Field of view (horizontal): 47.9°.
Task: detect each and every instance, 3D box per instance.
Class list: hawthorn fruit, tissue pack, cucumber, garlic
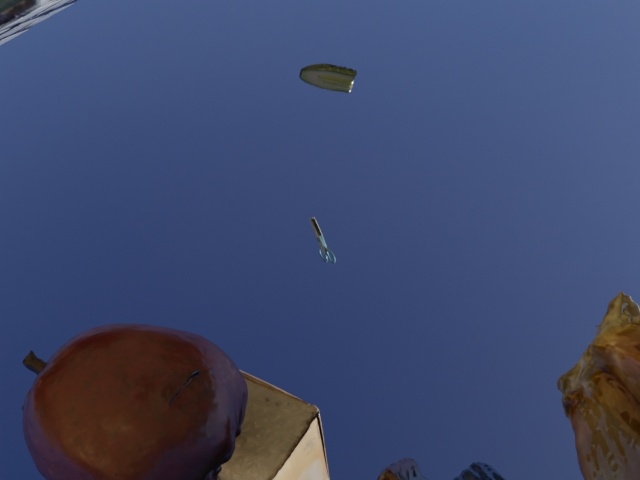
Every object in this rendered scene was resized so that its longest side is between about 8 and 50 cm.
[{"bbox_3d":[-0.170,0.150,0.634,0.202,0.185,0.185,27,-129,4],"label":"hawthorn fruit"},{"bbox_3d":[-0.124,0.344,0.967,0.238,0.305,0.238,-3,-135,3],"label":"tissue pack"},{"bbox_3d":[0.014,-0.326,1.405,0.107,0.067,0.035,10,-110,-4],"label":"cucumber"},{"bbox_3d":[0.433,0.236,0.869,0.286,0.249,0.313,-47,-149,10],"label":"garlic"}]

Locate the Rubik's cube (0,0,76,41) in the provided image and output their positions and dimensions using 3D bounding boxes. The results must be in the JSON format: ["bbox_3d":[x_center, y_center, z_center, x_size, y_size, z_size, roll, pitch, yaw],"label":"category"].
[{"bbox_3d":[-0.503,-0.427,0.983,0.301,0.305,0.304,-21,-156,19],"label":"Rubik's cube"}]

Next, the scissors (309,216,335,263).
[{"bbox_3d":[0.000,0.000,1.663,0.014,0.119,0.058,-32,-158,-27],"label":"scissors"}]

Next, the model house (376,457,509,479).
[{"bbox_3d":[0.086,0.357,0.706,0.295,0.329,0.252,-57,-165,6],"label":"model house"}]
